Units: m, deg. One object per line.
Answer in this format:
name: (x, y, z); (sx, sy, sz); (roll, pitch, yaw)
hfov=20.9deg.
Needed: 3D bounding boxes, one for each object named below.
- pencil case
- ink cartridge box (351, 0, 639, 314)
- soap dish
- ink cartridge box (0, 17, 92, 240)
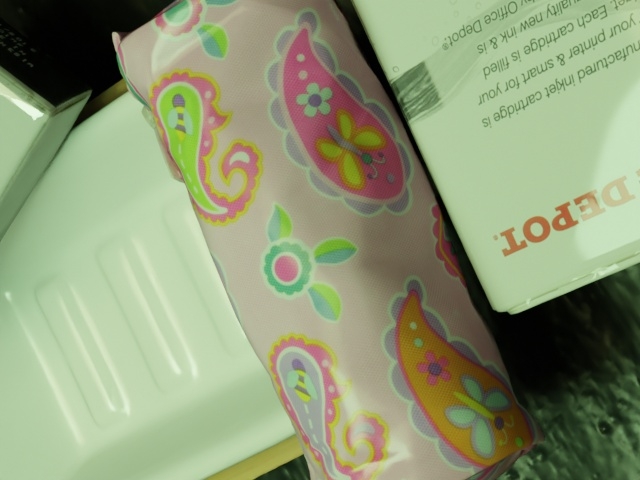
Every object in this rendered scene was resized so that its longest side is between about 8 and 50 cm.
pencil case: (0.000, 0.000, 0.844); (0.124, 0.124, 0.284); (-29, 82, 32)
ink cartridge box: (0.129, -0.128, 0.833); (0.197, 0.114, 0.273); (-26, 85, 32)
soap dish: (-0.107, 0.044, 1.008); (0.291, 0.118, 0.229); (-30, 83, 32)
ink cartridge box: (-0.293, 0.008, 0.983); (0.176, 0.069, 0.371); (38, 114, 3)
